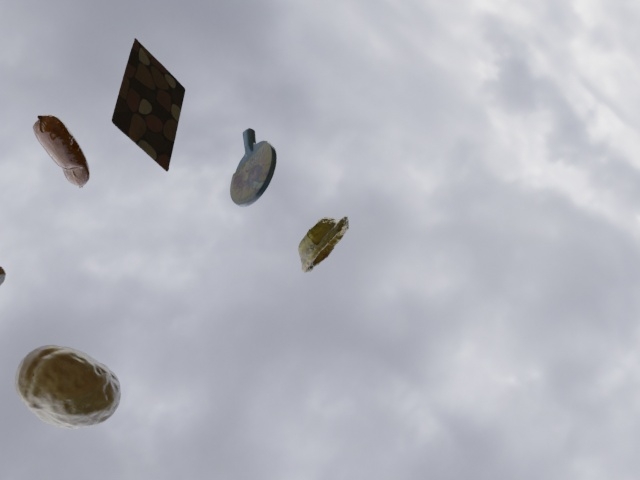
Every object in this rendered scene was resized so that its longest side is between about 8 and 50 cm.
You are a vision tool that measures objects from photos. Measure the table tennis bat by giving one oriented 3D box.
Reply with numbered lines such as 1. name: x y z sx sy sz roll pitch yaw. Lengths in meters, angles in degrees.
1. table tennis bat: -0.101 -0.113 1.545 0.019 0.100 0.155 29 -146 -31

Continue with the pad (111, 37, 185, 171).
1. pad: -0.324 -0.261 1.991 0.158 0.003 0.235 44 -143 -38

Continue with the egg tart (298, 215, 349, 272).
1. egg tart: 0.000 0.000 1.513 0.039 0.105 0.105 41 -142 7

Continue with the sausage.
1. sausage: -0.476 -0.170 1.933 0.183 0.062 0.054 62 -143 -44

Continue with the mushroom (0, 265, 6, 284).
1. mushroom: -0.510 0.076 1.549 0.019 0.101 0.049 50 178 23

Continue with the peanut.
1. peanut: -0.353 0.206 1.443 0.159 0.141 0.109 29 -124 -50
